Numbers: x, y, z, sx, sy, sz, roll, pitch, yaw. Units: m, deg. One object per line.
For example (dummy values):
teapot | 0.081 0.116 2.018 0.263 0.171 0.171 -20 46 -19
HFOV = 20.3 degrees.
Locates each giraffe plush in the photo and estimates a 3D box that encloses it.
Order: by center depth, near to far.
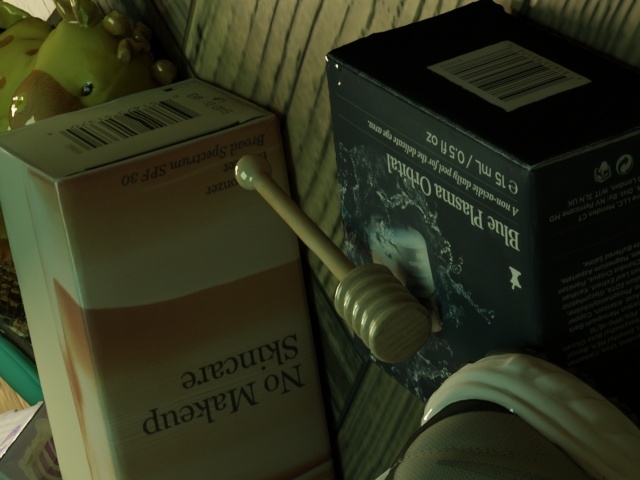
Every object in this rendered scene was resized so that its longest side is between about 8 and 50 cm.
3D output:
giraffe plush | -0.170 -0.086 1.208 0.170 0.181 0.210 -9 64 55

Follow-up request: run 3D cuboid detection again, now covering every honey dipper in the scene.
honey dipper | 0.000 0.000 0.809 0.160 0.030 0.030 -131 32 -49

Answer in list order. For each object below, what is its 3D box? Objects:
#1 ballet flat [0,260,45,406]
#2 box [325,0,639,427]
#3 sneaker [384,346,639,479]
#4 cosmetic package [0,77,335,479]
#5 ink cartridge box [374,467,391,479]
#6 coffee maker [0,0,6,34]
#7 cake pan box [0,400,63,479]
ballet flat | -0.256 0.002 1.322 0.483 0.182 0.164 40 169 -33
box | 0.084 -0.001 0.774 0.156 0.093 0.158 36 140 52
sneaker | 0.137 0.152 0.655 0.271 0.108 0.100 31 130 16
cosmetic package | -0.094 0.065 1.126 0.129 0.153 0.296 30 135 57
ink cartridge box | 0.102 0.199 0.812 0.203 0.086 0.148 56 -172 29
coffee maker | -0.320 -0.212 1.326 0.120 0.171 0.178 76 -175 -68
cake pan box | -0.159 0.227 1.348 0.246 0.070 0.267 39 158 -12
